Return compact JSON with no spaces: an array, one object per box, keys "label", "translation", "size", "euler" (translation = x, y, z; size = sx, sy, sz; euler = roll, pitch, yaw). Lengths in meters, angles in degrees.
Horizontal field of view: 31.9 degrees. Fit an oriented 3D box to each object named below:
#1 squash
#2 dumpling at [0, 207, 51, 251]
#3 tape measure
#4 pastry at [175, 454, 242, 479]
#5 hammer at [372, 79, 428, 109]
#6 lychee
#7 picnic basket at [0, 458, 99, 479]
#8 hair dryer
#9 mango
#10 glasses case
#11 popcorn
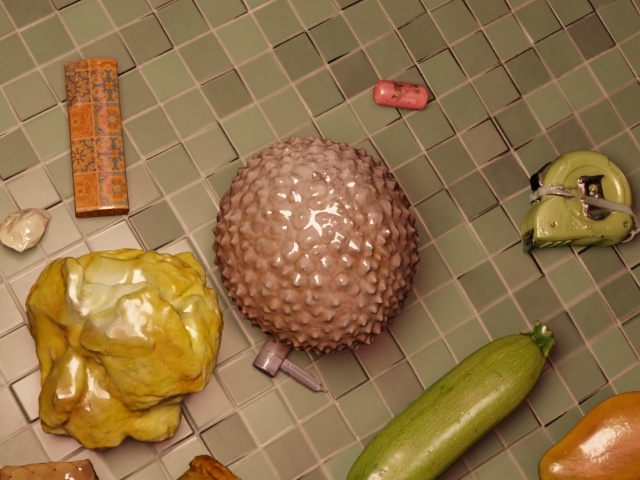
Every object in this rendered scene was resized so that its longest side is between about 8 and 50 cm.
[{"label":"squash","translation":[0.179,0.250,1.557],"size":[0.395,0.107,0.107],"euler":[-39,88,-17]},{"label":"dumpling","translation":[-0.406,-0.020,1.529],"size":[0.057,0.052,0.076],"euler":[30,74,-9]},{"label":"tape measure","translation":[0.390,-0.058,1.670],"size":[0.177,0.087,0.154],"euler":[0,78,-13]},{"label":"pastry","translation":[-0.126,0.365,1.441],"size":[0.103,0.189,0.189],"euler":[-43,89,-18]},{"label":"hammer","translation":[0.120,-0.219,1.675],"size":[0.083,0.043,0.043],"euler":[5,78,-9]},{"label":"lychee","translation":[0.004,0.002,1.494],"size":[0.300,0.300,0.300],"euler":[2,79,-10]},{"label":"picnic basket","translation":[-0.342,0.376,1.422],"size":[0.137,0.128,0.178],"euler":[-3,62,-8]},{"label":"hair dryer","translation":[-0.033,0.179,1.573],"size":[0.114,0.037,0.063],"euler":[36,73,-10]},{"label":"mango","translation":[0.419,0.301,1.600],"size":[0.227,0.099,0.136],"euler":[-27,90,-6]},{"label":"glasses case","translation":[-0.314,-0.144,1.572],"size":[0.075,0.049,0.218],"euler":[-4,80,-12]},{"label":"popcorn","translation":[-0.250,0.137,1.441],"size":[0.225,0.276,0.276],"euler":[1,76,-46]}]
